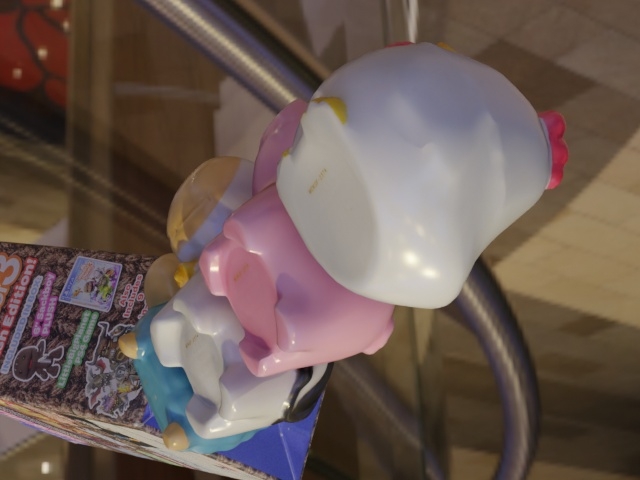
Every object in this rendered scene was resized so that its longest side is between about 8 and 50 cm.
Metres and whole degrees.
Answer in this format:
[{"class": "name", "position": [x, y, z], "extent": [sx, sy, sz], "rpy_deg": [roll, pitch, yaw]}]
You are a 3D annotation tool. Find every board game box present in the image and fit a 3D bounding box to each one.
[{"class": "board game box", "position": [-0.176, 0.111, 1.172], "extent": [0.291, 0.141, 0.232], "rpy_deg": [5, 161, 36]}]

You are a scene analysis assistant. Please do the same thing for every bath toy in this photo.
[{"class": "bath toy", "position": [0.000, 0.000, 0.647], "extent": [0.129, 0.151, 0.348], "rpy_deg": [-18, 169, -29]}]
